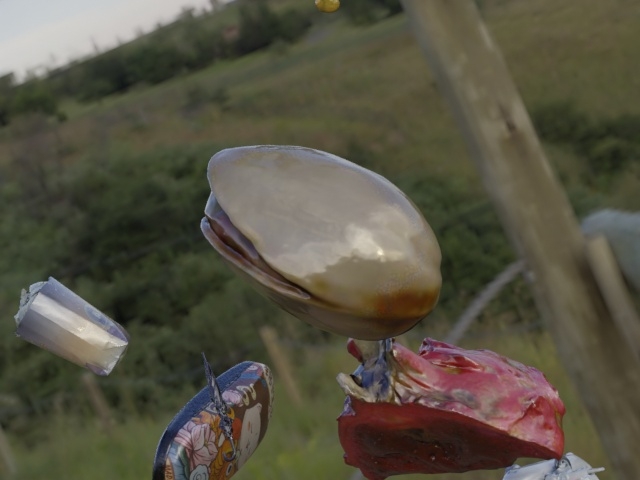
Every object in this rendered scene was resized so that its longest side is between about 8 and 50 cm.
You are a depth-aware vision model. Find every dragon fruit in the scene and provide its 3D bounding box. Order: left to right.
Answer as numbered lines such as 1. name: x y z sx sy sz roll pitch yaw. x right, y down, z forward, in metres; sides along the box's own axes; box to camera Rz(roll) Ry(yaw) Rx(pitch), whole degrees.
1. dragon fruit: 0.108 0.150 1.577 0.262 0.211 0.134 -12 56 40

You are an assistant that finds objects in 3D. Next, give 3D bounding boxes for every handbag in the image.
1. handbag: -0.350 0.122 2.124 0.095 0.173 0.117 -57 3 -4

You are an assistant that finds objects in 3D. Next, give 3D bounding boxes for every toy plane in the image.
1. toy plane: 0.332 0.351 2.202 0.174 0.080 0.174 -9 -9 -1

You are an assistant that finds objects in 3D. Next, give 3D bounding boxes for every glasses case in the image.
1. glasses case: -0.145 0.270 2.143 0.082 0.122 0.321 8 21 20

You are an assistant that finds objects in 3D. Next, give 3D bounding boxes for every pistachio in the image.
1. pistachio: 0.000 0.000 1.205 0.215 0.144 0.144 23 30 21

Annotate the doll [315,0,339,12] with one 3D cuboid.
1. doll: 0.034 -0.348 1.764 0.089 0.179 0.102 12 53 -1

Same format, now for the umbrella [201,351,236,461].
1. umbrella: -0.104 0.170 1.587 0.022 0.122 0.013 -25 -23 25
